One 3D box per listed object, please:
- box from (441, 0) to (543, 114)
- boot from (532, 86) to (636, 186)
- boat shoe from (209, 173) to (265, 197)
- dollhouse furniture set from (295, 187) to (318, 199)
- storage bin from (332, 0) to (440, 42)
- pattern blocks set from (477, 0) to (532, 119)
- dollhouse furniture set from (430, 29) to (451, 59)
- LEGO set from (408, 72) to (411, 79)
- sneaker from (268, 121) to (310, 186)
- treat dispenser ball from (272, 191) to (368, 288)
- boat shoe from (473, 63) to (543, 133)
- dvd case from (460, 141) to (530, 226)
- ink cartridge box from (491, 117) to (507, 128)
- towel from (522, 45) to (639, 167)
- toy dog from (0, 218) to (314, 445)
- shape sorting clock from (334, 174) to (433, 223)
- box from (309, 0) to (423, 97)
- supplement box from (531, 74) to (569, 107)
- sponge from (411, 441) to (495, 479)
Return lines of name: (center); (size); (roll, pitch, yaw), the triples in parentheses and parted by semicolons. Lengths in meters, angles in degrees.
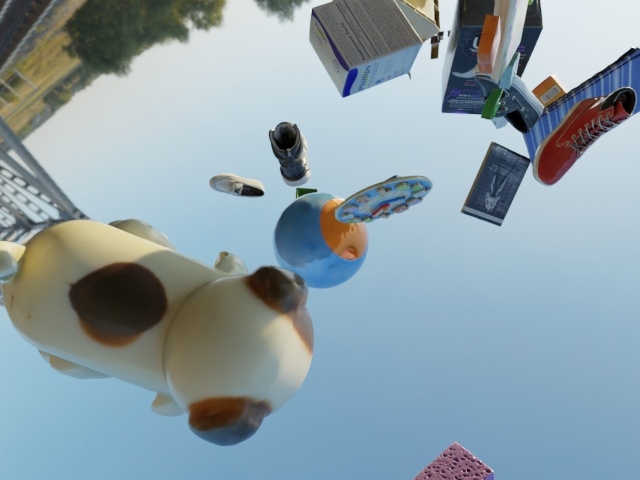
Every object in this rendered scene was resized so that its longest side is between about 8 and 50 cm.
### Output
box: (0.383, -0.436, 1.009); (0.165, 0.270, 0.143); (5, -112, 7)
boot: (0.612, -0.238, 1.006); (0.244, 0.088, 0.176); (-57, -173, 2)
boat shoe: (-0.272, -0.173, 1.431); (0.066, 0.184, 0.063); (-67, -149, 21)
dollhouse furniture set: (0.035, -0.103, 1.909); (0.302, 0.197, 0.151); (4, -127, -1)
storage bin: (0.170, -0.649, 1.072); (0.123, 0.260, 0.262); (-19, -115, 51)
pattern blocks set: (0.269, -0.340, 0.609); (0.026, 0.324, 0.285); (18, -133, 26)
dollhouse furniture set: (0.467, -0.780, 1.697); (0.091, 0.081, 0.114); (2, -100, 26)
LEGO set: (0.126, -0.312, 0.775); (0.054, 0.083, 0.023); (-161, -87, -76)
sneaker: (-0.093, -0.294, 1.251); (0.101, 0.153, 0.268); (-15, -127, 0)
treat dispenser ball: (0.000, 0.000, 1.298); (0.288, 0.288, 0.288); (-26, -144, 20)
boat shoe: (0.405, -0.302, 0.948); (0.080, 0.229, 0.076); (26, -85, 52)
dvd case: (0.525, -0.164, 1.294); (0.018, 0.165, 0.221); (42, -66, 61)
ink cartridge box: (0.642, -0.558, 1.597); (0.045, 0.224, 0.223); (-24, -109, -1)
towel: (0.728, -0.348, 1.202); (0.336, 0.243, 0.040); (-33, -131, 16)
toy dog: (-0.199, 0.103, 0.620); (0.408, 0.395, 0.284); (16, -117, 20)
shape sorting clock: (0.129, -0.077, 0.882); (0.206, 0.206, 0.040); (-24, -103, 22)
box: (0.069, -0.321, 0.699); (0.137, 0.126, 0.072); (-25, 167, -14)
supplement box: (0.795, -0.423, 1.399); (0.078, 0.233, 0.080); (-26, 170, -46)
sponge: (0.271, 0.551, 0.958); (0.210, 0.031, 0.117); (-29, -158, -22)
